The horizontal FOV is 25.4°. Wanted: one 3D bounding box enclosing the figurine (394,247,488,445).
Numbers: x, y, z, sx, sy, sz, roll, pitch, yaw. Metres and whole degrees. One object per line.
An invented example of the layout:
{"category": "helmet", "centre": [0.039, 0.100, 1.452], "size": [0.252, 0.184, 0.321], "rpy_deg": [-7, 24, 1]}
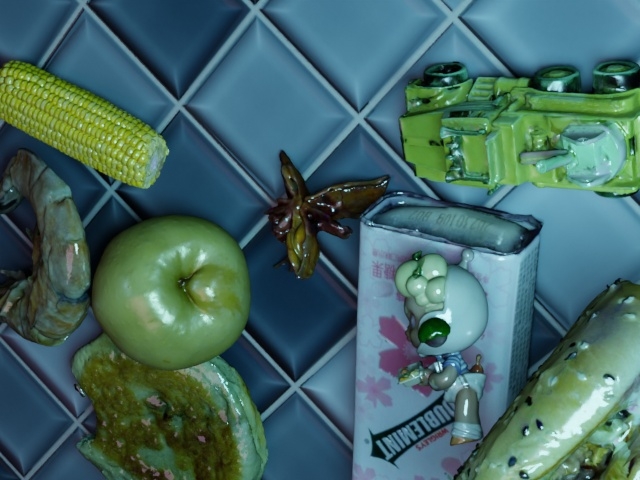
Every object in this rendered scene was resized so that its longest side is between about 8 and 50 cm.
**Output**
{"category": "figurine", "centre": [0.120, 0.105, 1.418], "size": [0.094, 0.147, 0.197], "rpy_deg": [0, 82, 6]}

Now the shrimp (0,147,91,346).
{"category": "shrimp", "centre": [-0.368, 0.017, 1.781], "size": [0.360, 0.085, 0.246], "rpy_deg": [-24, 77, 58]}

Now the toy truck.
{"category": "toy truck", "centre": [0.190, -0.102, 1.403], "size": [0.260, 0.135, 0.128], "rpy_deg": [9, 118, 35]}

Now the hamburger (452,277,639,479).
{"category": "hamburger", "centre": [0.250, 0.207, 1.305], "size": [0.195, 0.277, 0.318], "rpy_deg": [40, 157, 12]}

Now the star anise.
{"category": "star anise", "centre": [-0.005, -0.006, 1.609], "size": [0.141, 0.158, 0.144], "rpy_deg": [21, 155, 31]}

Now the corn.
{"category": "corn", "centre": [-0.293, -0.142, 1.700], "size": [0.248, 0.081, 0.081], "rpy_deg": [27, 123, 18]}

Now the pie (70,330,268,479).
{"category": "pie", "centre": [-0.201, 0.234, 1.831], "size": [0.303, 0.067, 0.302], "rpy_deg": [13, 119, 24]}

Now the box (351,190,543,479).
{"category": "box", "centre": [0.133, 0.135, 1.567], "size": [0.190, 0.112, 0.369], "rpy_deg": [12, 118, 24]}

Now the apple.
{"category": "apple", "centre": [-0.177, 0.061, 1.664], "size": [0.200, 0.200, 0.200], "rpy_deg": [12, 118, 25]}
